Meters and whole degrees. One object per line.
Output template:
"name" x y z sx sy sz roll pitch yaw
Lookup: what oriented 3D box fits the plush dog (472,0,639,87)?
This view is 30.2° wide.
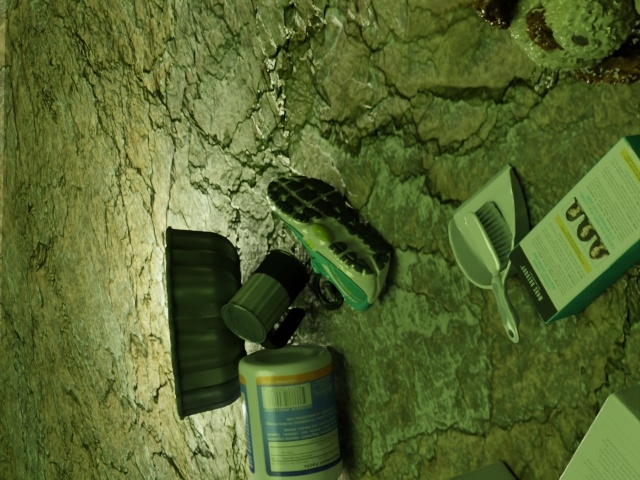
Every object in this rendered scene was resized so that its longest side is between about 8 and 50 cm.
"plush dog" 0.285 -0.268 1.226 0.225 0.262 0.211 -43 30 41

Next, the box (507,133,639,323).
"box" 0.318 -0.010 1.355 0.100 0.060 0.244 64 144 22

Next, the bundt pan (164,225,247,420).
"bundt pan" -0.190 0.135 2.018 0.331 0.124 0.331 176 90 -85

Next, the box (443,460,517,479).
"box" 0.236 0.496 1.524 0.345 0.168 0.215 53 139 33

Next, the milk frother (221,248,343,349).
"milk frother" -0.055 0.096 1.861 0.129 0.135 0.143 48 144 -15

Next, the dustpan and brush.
"dustpan and brush" 0.224 0.029 1.505 0.147 0.060 0.211 -45 61 51

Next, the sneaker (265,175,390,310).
"sneaker" 0.000 0.000 1.801 0.275 0.107 0.110 50 146 37

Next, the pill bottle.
"pill bottle" -0.043 0.314 1.903 0.152 0.152 0.272 6 105 55

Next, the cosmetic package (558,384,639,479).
"cosmetic package" 0.371 0.260 1.271 0.151 0.151 0.184 52 136 35
